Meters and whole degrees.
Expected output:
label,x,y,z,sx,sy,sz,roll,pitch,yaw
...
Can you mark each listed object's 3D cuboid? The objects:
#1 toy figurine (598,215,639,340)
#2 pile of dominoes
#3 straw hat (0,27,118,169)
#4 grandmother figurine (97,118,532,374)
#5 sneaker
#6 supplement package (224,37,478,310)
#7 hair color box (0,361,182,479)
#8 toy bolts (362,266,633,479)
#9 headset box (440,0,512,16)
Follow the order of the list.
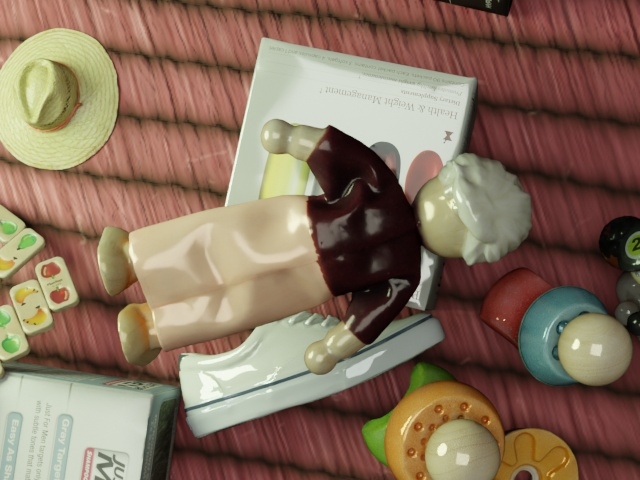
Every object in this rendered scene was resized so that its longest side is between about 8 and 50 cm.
label,x,y,z,sx,sy,sz,roll,pitch,yaw
toy figurine,0.344,0.013,0.990,0.213,0.209,0.148,-27,95,6
pile of dominoes,-0.359,0.062,1.092,0.196,0.040,0.251,33,63,24
straw hat,-0.272,-0.144,1.160,0.144,0.061,0.145,0,87,7
grandmother figurine,0.000,0.000,0.949,0.342,0.104,0.208,-12,112,5
sneaker,-0.015,0.103,1.095,0.258,0.094,0.091,-19,84,5
supplement package,0.028,-0.054,1.068,0.194,0.149,0.203,11,88,9
hair color box,-0.336,0.207,1.126,0.374,0.113,0.185,7,87,9
toy bolts,0.185,0.152,1.004,0.218,0.158,0.228,39,86,-15
headset box,0.061,-0.354,1.098,0.293,0.110,0.218,15,89,8
